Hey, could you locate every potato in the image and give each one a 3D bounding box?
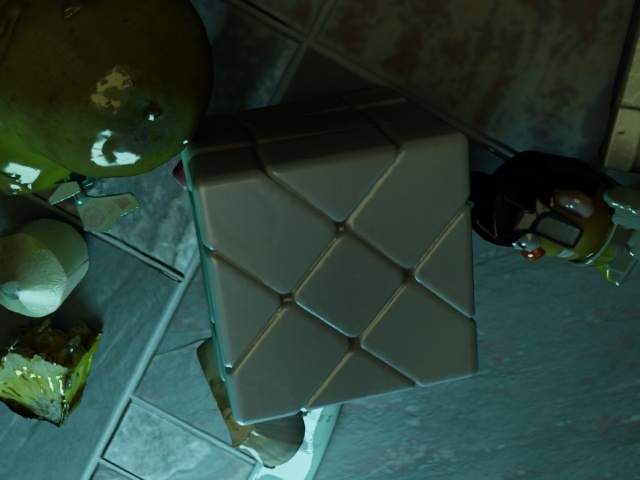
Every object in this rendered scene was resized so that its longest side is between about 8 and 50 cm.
[{"bbox_3d":[-0.299,-0.163,1.025,0.397,0.296,0.290,-42,138,14],"label":"potato"}]

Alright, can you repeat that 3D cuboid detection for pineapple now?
[{"bbox_3d":[-0.470,0.228,1.462,0.236,0.114,0.186,-19,109,28],"label":"pineapple"}]

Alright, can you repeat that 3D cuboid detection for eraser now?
[{"bbox_3d":[0.442,-0.285,1.070,0.096,0.098,0.404,12,114,9],"label":"eraser"}]

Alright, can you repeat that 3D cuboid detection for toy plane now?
[{"bbox_3d":[-0.423,-0.175,1.279,0.155,0.106,0.382,-26,101,7],"label":"toy plane"}]

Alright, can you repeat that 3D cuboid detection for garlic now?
[{"bbox_3d":[-0.092,0.233,1.355,0.142,0.178,0.229,-39,84,4],"label":"garlic"}]

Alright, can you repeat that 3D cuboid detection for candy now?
[{"bbox_3d":[-0.171,-0.116,1.251,0.043,0.103,0.103,46,113,-4],"label":"candy"}]

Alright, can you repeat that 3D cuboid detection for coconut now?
[{"bbox_3d":[-0.451,0.042,1.342,0.147,0.153,0.147,5,114,11],"label":"coconut"}]

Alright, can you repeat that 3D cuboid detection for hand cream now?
[{"bbox_3d":[-0.038,0.344,1.453,0.109,0.067,0.321,22,119,-1],"label":"hand cream"}]

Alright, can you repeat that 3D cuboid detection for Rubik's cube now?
[{"bbox_3d":[0.000,0.000,1.108,0.318,0.316,0.322,-10,111,-9],"label":"Rubik's cube"}]

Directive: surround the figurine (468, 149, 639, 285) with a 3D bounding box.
[{"bbox_3d":[0.331,-0.032,1.133,0.308,0.143,0.308,8,151,4],"label":"figurine"}]
